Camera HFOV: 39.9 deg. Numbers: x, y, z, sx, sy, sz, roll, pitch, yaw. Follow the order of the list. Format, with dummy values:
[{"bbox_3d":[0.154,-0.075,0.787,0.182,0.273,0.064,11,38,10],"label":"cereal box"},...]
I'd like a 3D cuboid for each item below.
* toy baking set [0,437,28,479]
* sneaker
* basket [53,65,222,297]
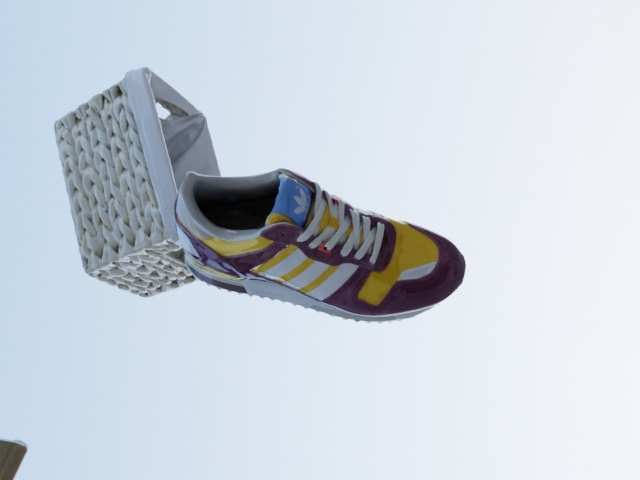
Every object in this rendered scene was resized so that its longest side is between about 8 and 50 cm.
[{"bbox_3d":[-0.357,0.233,0.698,0.256,0.030,0.197,-45,-56,-16],"label":"toy baking set"},{"bbox_3d":[0.000,0.000,0.545,0.084,0.185,0.070,90,-174,-57],"label":"sneaker"},{"bbox_3d":[-0.150,-0.044,0.766,0.113,0.103,0.167,37,-148,-62],"label":"basket"}]
